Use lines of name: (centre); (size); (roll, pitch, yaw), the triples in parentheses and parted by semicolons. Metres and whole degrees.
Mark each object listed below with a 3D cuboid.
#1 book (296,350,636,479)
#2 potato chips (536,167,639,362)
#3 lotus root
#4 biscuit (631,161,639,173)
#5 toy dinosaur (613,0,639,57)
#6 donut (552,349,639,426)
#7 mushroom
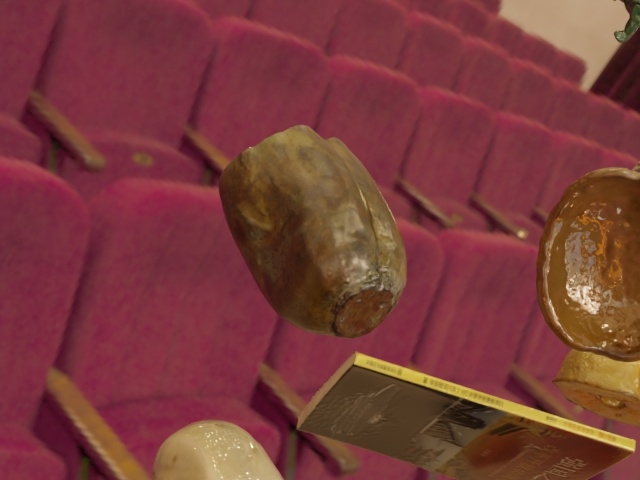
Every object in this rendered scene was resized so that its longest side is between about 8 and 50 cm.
book: (0.177, 0.249, 1.540); (0.374, 0.262, 0.028); (19, 60, -8)
potato chips: (0.317, 0.021, 1.247); (0.208, 0.195, 0.062); (60, 21, -7)
lotus root: (0.000, 0.000, 1.884); (0.250, 0.250, 0.346); (17, 33, -43)
biscuit: (0.488, -0.142, 1.382); (0.052, 0.252, 0.150); (57, -5, 0)
toy dinosaur: (0.454, -0.271, 1.563); (0.292, 0.120, 0.079); (61, 30, -27)
donut: (0.425, 0.206, 1.712); (0.174, 0.074, 0.190); (9, -19, 47)
mushroom: (-0.128, 0.347, 1.467); (0.202, 0.246, 0.246); (-27, 49, -21)
